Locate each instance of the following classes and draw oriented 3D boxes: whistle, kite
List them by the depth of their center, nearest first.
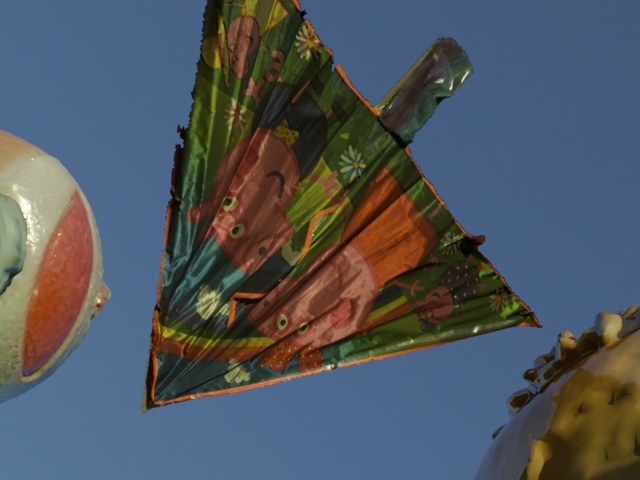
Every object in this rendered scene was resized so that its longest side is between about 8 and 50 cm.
[{"bbox_3d":[0.000,0.000,0.688,0.016,0.234,0.321,31,-14,49],"label":"kite"},{"bbox_3d":[-0.217,0.006,0.830,0.189,0.189,0.348,37,-9,5],"label":"whistle"}]

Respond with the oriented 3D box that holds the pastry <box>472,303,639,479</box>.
[{"bbox_3d":[0.282,0.159,0.788,0.410,0.245,0.409,8,-27,4],"label":"pastry"}]
